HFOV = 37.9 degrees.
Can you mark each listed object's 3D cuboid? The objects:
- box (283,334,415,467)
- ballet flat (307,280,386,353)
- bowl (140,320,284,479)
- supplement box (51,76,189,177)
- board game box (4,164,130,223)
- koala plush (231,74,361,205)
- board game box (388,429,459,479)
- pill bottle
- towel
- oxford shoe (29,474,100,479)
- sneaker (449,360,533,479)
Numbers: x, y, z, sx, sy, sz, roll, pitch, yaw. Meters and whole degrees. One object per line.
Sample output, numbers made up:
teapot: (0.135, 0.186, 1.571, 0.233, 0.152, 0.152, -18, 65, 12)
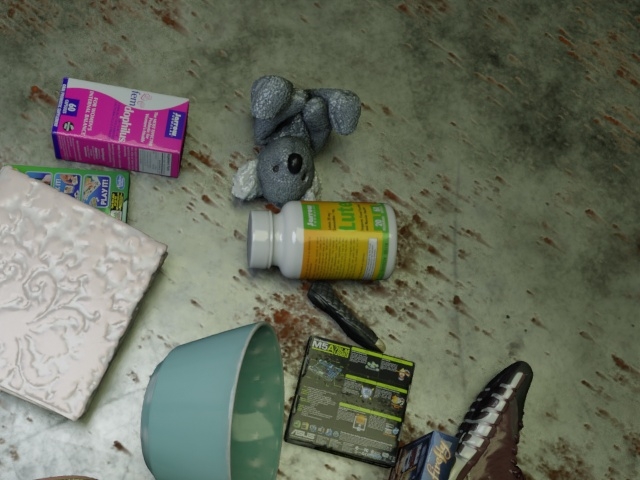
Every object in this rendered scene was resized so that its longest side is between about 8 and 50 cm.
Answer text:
box: (0.051, 0.272, 1.579, 0.191, 0.045, 0.184, 15, 67, -4)
ballet flat: (0.051, 0.131, 1.619, 0.173, 0.057, 0.049, 43, 65, 6)
bowl: (-0.168, 0.275, 1.429, 0.163, 0.311, 0.311, 2, 70, 11)
supplement box: (-0.347, -0.196, 1.633, 0.220, 0.114, 0.111, 9, 69, -9)
board game box: (-0.440, 0.031, 1.575, 0.214, 0.046, 0.317, 3, 71, -9)
koala plush: (-0.055, -0.163, 1.658, 0.196, 0.203, 0.221, 8, 91, -20)
board game box: (0.142, 0.393, 1.446, 0.042, 0.243, 0.165, 20, 69, -2)
pill bottle: (0.000, 0.000, 1.611, 0.246, 0.136, 0.136, 1, 71, -9)
towel: (-0.453, 0.083, 1.503, 0.317, 0.053, 0.331, 26, 70, -2)
oxford shoe: (-0.300, 0.426, 1.343, 0.397, 0.146, 0.140, 12, 84, -28)
sneaker: (0.315, 0.354, 1.575, 0.163, 0.106, 0.281, 36, 80, -2)
